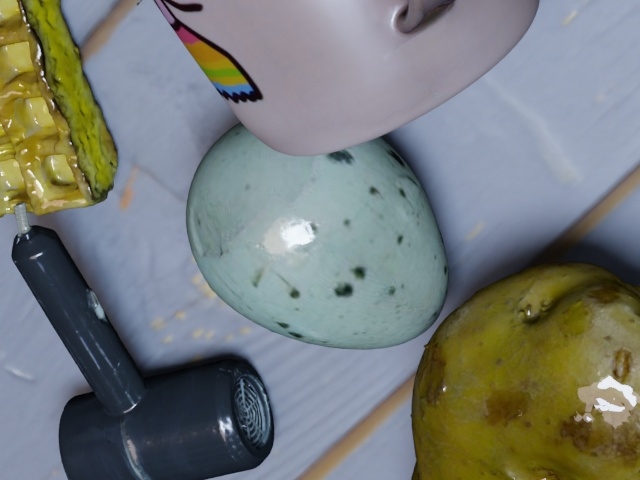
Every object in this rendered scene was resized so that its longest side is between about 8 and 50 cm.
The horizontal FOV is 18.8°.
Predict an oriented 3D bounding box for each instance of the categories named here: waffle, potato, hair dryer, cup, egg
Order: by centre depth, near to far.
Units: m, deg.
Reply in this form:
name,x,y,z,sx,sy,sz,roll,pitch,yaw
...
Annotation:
name,x,y,z,sx,sy,sz,roll,pitch,yaw
cup,0.008,-0.159,0.948,0.191,0.253,0.200,-35,108,-11
egg,0.000,0.000,1.092,0.131,0.131,0.164,-35,109,27
potato,0.158,0.169,1.125,0.195,0.176,0.369,-18,125,-18
waffle,-0.242,-0.080,1.163,0.211,0.055,0.160,-11,112,21
hair dryer,-0.126,0.062,1.176,0.124,0.071,0.219,-17,119,22
